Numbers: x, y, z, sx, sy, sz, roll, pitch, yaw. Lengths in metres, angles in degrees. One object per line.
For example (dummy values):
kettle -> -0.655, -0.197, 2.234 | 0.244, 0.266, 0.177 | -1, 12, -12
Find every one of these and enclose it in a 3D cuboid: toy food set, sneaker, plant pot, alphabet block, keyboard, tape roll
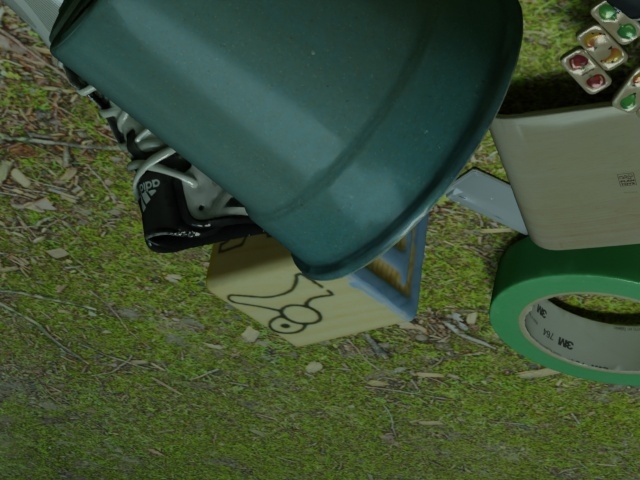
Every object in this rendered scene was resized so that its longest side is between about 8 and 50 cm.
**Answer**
toy food set -> 0.351, -0.102, 1.479 | 0.306, 0.092, 0.220 | -6, 135, 23
sneaker -> -0.180, -0.147, 1.370 | 0.447, 0.257, 0.169 | 30, 145, -30
plant pot -> -0.048, -0.189, 1.217 | 0.334, 0.341, 0.341 | 33, 144, -22
alphabet block -> 0.000, 0.000, 1.637 | 0.197, 0.193, 0.192 | -16, 140, 38
keyboard -> 0.281, -0.029, 1.686 | 0.256, 0.014, 0.072 | 23, 143, -23
tape roll -> 0.391, 0.095, 1.755 | 0.321, 0.077, 0.321 | 12, 153, 6

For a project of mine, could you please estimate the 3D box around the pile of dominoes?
pile of dominoes -> 0.362, -0.204, 1.261 | 0.196, 0.040, 0.251 | 18, 133, -12

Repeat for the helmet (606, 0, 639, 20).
helmet -> 0.296, -0.274, 1.094 | 0.161, 0.169, 0.169 | -7, 151, -7

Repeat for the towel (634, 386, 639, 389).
towel -> 0.654, 0.196, 1.915 | 0.312, 0.056, 0.324 | 16, 151, -10
